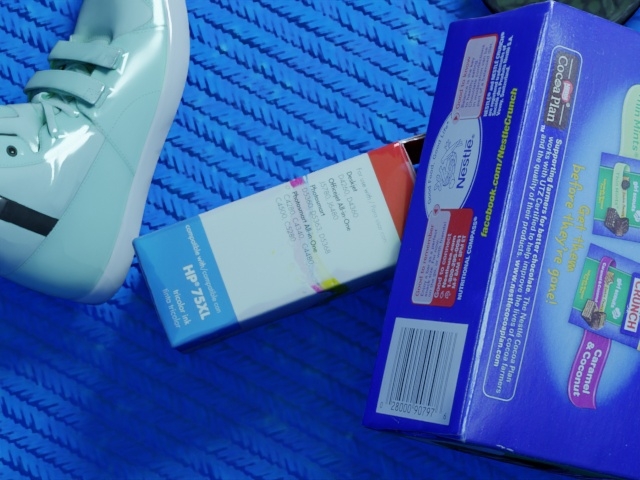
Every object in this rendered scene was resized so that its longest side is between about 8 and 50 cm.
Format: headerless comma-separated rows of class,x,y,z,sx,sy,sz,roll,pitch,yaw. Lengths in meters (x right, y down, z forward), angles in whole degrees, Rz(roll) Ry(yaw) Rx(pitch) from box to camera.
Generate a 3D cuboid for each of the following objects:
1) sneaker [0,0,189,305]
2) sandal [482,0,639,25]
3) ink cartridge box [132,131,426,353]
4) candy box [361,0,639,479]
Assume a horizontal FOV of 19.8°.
sneaker,-0.178,-0.096,1.207,0.151,0.094,0.256,17,79,-42
sandal,0.265,-0.330,1.278,0.167,0.107,0.446,42,98,1
ink cartridge box,0.000,0.000,1.218,0.231,0.134,0.078,-20,85,-2
candy box,0.210,0.024,1.164,0.317,0.122,0.268,16,83,-28
